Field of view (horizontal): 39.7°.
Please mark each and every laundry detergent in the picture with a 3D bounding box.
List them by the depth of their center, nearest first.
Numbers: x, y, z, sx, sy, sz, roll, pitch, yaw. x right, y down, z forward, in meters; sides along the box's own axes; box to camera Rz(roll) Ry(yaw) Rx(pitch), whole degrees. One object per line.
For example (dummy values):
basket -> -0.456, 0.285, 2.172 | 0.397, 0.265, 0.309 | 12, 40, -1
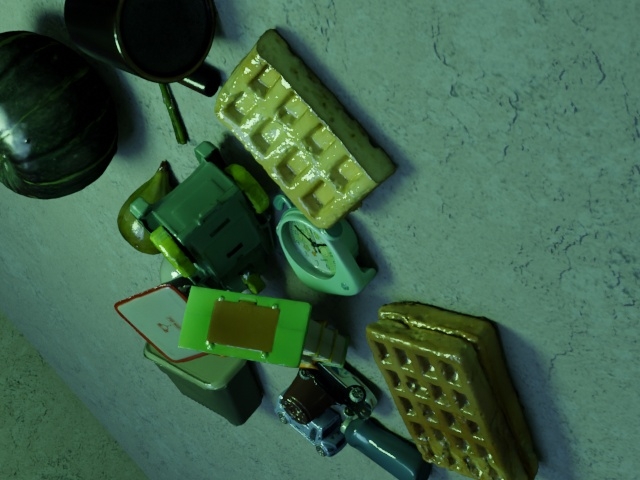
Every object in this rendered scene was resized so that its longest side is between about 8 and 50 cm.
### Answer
laundry detergent -> 0.121, 0.409, 1.750 | 0.206, 0.061, 0.096 | 29, 153, 31

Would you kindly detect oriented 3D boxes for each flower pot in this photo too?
flower pot -> -0.028, 0.321, 1.804 | 0.111, 0.089, 0.111 | 32, 147, 24

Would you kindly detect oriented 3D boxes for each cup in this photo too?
cup -> -0.262, -0.294, 1.314 | 0.177, 0.166, 0.239 | 21, 139, 44

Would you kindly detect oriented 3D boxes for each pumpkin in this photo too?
pumpkin -> -0.528, -0.229, 1.646 | 0.323, 0.241, 0.323 | 30, 151, 19

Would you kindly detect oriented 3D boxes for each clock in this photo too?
clock -> -0.001, 0.001, 1.424 | 0.148, 0.060, 0.188 | 6, 130, 49
clock -> -0.087, 0.171, 1.551 | 0.220, 0.106, 0.255 | 7, 167, 21

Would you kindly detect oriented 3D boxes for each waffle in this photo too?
waffle -> -0.032, -0.149, 1.267 | 0.274, 0.057, 0.168 | 48, 139, -2
waffle -> 0.214, 0.254, 1.415 | 0.224, 0.098, 0.328 | 13, 135, 47

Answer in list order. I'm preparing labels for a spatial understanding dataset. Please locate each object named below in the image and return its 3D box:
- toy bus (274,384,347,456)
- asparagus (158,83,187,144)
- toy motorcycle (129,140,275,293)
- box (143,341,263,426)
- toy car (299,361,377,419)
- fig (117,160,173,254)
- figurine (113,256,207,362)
toy bus -> -0.016, 0.378, 1.872 | 0.167, 0.073, 0.076 | 34, 137, 25
asparagus -> -0.267, -0.258, 1.500 | 0.023, 0.022, 0.233 | -99, -5, -48
toy motorcycle -> -0.195, -0.021, 1.556 | 0.200, 0.191, 0.326 | 43, 169, 23
box -> -0.269, 0.307, 2.058 | 0.274, 0.138, 0.178 | 21, 146, 38
toy car -> 0.024, 0.264, 1.705 | 0.205, 0.056, 0.095 | 41, 150, 18
fig -> -0.339, -0.064, 1.722 | 0.133, 0.126, 0.185 | -106, 5, -58
figurine -> -0.251, 0.082, 1.699 | 0.160, 0.226, 0.183 | -21, 124, 30
